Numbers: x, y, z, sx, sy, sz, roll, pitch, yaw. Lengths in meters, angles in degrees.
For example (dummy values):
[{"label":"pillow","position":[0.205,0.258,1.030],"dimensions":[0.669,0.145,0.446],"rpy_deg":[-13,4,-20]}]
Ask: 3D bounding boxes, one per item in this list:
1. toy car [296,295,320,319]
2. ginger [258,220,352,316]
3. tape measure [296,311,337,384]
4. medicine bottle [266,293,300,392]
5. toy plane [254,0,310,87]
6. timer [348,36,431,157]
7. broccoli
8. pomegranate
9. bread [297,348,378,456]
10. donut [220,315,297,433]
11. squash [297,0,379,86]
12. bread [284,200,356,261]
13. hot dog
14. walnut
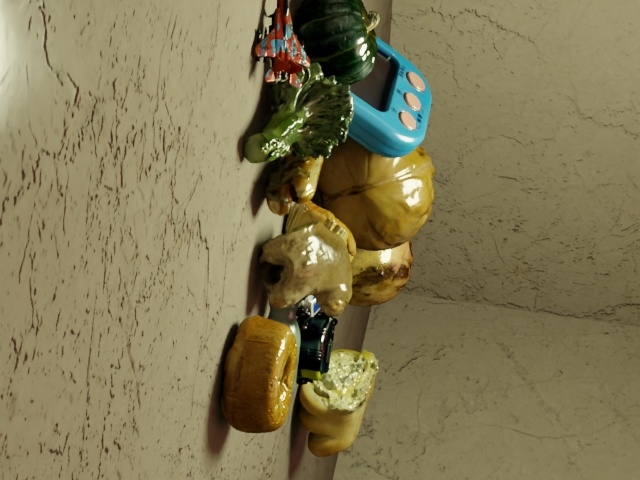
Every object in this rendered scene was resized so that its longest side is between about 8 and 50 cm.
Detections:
[{"label":"toy car","position":[-0.027,0.134,2.241],"dimensions":[0.171,0.070,0.080],"rpy_deg":[-74,169,-46]},{"label":"ginger","position":[-0.020,0.065,1.800],"dimensions":[0.275,0.130,0.221],"rpy_deg":[-38,112,-50]},{"label":"tape measure","position":[-0.021,0.289,2.295],"dimensions":[0.186,0.112,0.199],"rpy_deg":[-32,128,-76]},{"label":"medicine bottle","position":[-0.088,0.216,1.850],"dimensions":[0.090,0.090,0.217],"rpy_deg":[-6,103,-81]},{"label":"toy plane","position":[-0.072,-0.367,1.530],"dimensions":[0.130,0.061,0.189],"rpy_deg":[2,77,-42]},{"label":"timer","position":[0.120,-0.360,2.085],"dimensions":[0.115,0.309,0.340],"rpy_deg":[-43,-160,39]},{"label":"broccoli","position":[-0.046,-0.245,1.593],"dimensions":[0.275,0.177,0.198],"rpy_deg":[-18,116,-63]},{"label":"pomegranate","position":[0.134,0.045,2.561],"dimensions":[0.322,0.322,0.322],"rpy_deg":[8,90,-81]},{"label":"bread","position":[0.036,0.472,2.551],"dimensions":[0.316,0.211,0.270],"rpy_deg":[-57,162,-53]},{"label":"donut","position":[-0.115,0.256,1.638],"dimensions":[0.226,0.113,0.227],"rpy_deg":[9,90,-80]},{"label":"squash","position":[0.034,-0.425,1.807],"dimensions":[0.218,0.172,0.218],"rpy_deg":[7,90,-84]},{"label":"bread","position":[0.000,0.000,2.062],"dimensions":[0.119,0.152,0.288],"rpy_deg":[-57,166,-8]},{"label":"hot dog","position":[-0.052,-0.133,1.735],"dimensions":[0.072,0.109,0.269],"rpy_deg":[52,21,-21]},{"label":"walnut","position":[0.149,-0.152,2.283],"dimensions":[0.398,0.308,0.354],"rpy_deg":[-53,133,-73]}]
